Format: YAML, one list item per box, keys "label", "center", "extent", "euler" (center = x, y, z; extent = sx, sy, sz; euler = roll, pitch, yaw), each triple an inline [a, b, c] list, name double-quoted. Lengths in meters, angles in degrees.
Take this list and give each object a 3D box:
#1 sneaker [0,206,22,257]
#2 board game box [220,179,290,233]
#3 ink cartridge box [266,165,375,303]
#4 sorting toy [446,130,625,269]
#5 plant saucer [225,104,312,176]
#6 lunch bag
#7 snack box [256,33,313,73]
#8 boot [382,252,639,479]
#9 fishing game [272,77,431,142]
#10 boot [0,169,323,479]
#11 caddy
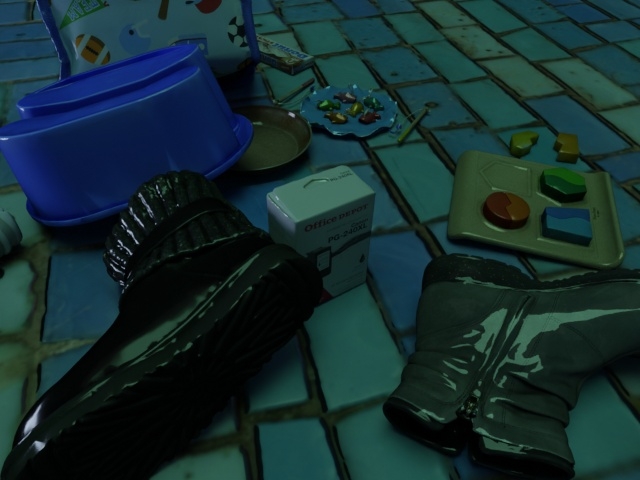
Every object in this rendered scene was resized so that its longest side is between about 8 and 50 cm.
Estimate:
- label: "sneaker"
  center: [-0.548, -0.017, 0.710]
  extent: [0.282, 0.105, 0.115]
  euler: [9, 45, 10]
- label: "board game box"
  center: [-0.083, -0.032, 0.779]
  extent: [0.169, 0.033, 0.133]
  euler: [-13, 39, -19]
- label: "ink cartridge box"
  center: [0.000, 0.000, 0.654]
  extent: [0.109, 0.150, 0.063]
  euler: [-23, 48, -24]
- label: "sorting toy"
  center: [0.322, -0.091, 0.831]
  extent: [0.229, 0.041, 0.307]
  euler: [10, 44, 11]
- label: "plant saucer"
  center: [-0.113, -0.162, 0.913]
  extent: [0.199, 0.036, 0.198]
  euler: [0, 44, 0]
- label: "lunch bag"
  center: [-0.284, -0.385, 0.999]
  extent: [0.328, 0.238, 0.385]
  euler: [-10, 19, -8]
- label: "snack box"
  center: [-0.100, -0.402, 1.176]
  extent: [0.178, 0.022, 0.064]
  euler: [32, 51, 30]
- label: "boot"
  center: [0.248, 0.139, 0.553]
  extent: [0.338, 0.118, 0.222]
  euler: [3, 45, 20]
- label: "fishing game"
  center: [0.052, -0.248, 1.002]
  extent: [0.264, 0.041, 0.189]
  euler: [24, 46, 24]
- label: "boot"
  center: [-0.194, 0.081, 0.585]
  extent: [0.348, 0.131, 0.260]
  euler: [-38, 48, -22]
- label: "caddy"
  center: [-0.270, -0.138, 0.782]
  extent: [0.342, 0.179, 0.241]
  euler: [-18, 37, -1]
